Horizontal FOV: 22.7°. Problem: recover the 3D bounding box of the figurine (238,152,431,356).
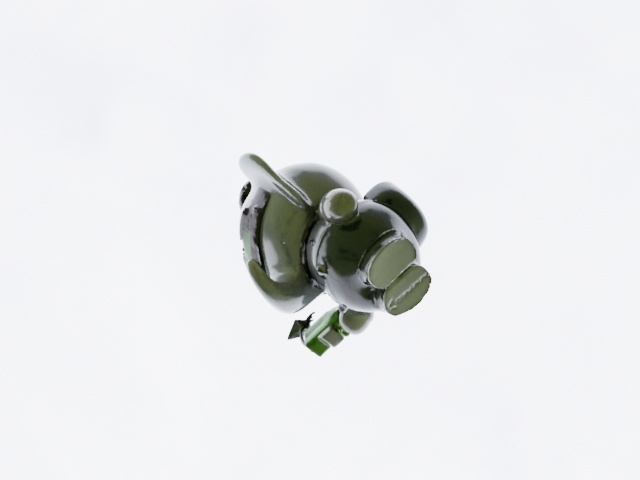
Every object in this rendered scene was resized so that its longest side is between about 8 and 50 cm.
[{"bbox_3d":[0.000,0.000,1.159,0.126,0.192,0.147,-47,-53,-9],"label":"figurine"}]
